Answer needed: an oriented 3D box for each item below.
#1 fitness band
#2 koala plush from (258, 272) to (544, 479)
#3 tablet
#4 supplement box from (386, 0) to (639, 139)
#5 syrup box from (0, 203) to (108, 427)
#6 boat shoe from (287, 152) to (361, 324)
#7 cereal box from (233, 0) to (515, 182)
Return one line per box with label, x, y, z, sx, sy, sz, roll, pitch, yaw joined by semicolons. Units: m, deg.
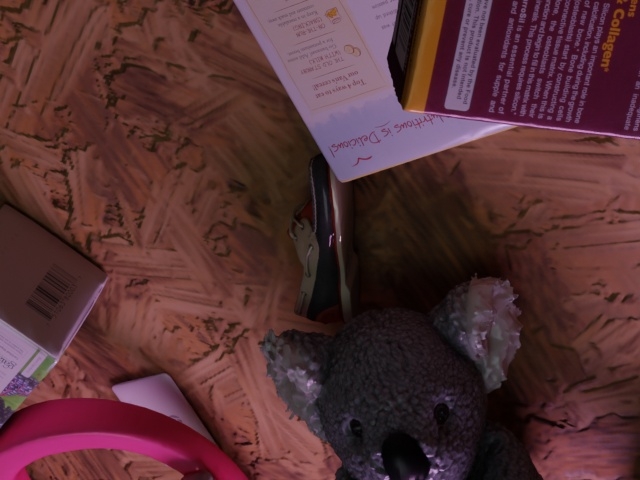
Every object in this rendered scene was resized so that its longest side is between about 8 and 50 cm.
fitness band;-0.138;0.229;1.161;0.209;0.054;0.290;-9;131;24
koala plush;0.062;0.138;0.967;0.196;0.203;0.221;-17;104;13
tablet;-0.115;0.135;1.131;0.054;0.006;0.083;-15;120;30
supplement box;0.136;-0.113;0.748;0.188;0.081;0.104;6;116;-7
syrup box;-0.259;0.090;1.094;0.096;0.093;0.237;36;130;-9
boat shoe;0.000;0.000;0.957;0.043;0.049;0.137;6;134;12
cereal box;0.033;-0.157;0.821;0.173;0.047;0.240;-16;119;28
